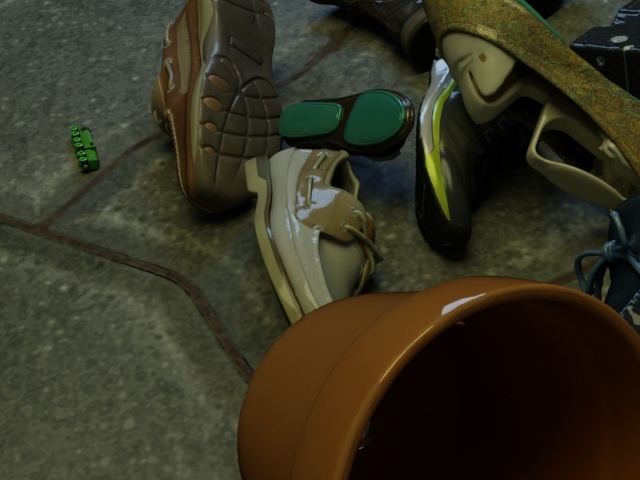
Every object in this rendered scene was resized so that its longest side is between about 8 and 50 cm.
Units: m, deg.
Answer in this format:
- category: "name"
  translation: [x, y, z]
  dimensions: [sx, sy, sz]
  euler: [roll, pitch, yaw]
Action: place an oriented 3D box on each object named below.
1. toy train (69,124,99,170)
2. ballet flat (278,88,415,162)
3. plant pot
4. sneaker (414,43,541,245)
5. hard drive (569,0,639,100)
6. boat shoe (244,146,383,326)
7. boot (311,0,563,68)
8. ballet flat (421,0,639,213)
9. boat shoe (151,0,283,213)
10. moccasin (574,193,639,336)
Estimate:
- category: "toy train"
  translation: [-0.258, -0.102, 1.727]
  dimensions: [0.024, 0.017, 0.083]
  euler: [-9, 36, -12]
- category: "ballet flat"
  translation: [0.042, -0.113, 1.588]
  dimensions: [0.074, 0.074, 0.203]
  euler: [-39, 25, -30]
- category: "plant pot"
  translation: [0.074, 0.153, 1.119]
  dimensions: [0.291, 0.291, 0.203]
  euler: [-32, 26, -24]
- category: "sneaker"
  translation: [0.159, -0.108, 1.551]
  dimensions: [0.121, 0.111, 0.300]
  euler: [6, 45, 9]
- category: "hard drive"
  translation: [0.451, -0.197, 1.559]
  dimensions: [0.339, 0.064, 0.237]
  euler: [10, 34, 40]
- category: "boat shoe"
  translation: [0.000, 0.000, 1.447]
  dimensions: [0.103, 0.113, 0.302]
  euler: [-18, 37, 2]
- category: "boot"
  translation: [0.137, -0.311, 1.822]
  dimensions: [0.263, 0.091, 0.229]
  euler: [-27, 40, -15]
- category: "ballet flat"
  translation: [0.205, -0.129, 1.466]
  dimensions: [0.348, 0.123, 0.123]
  euler: [40, 55, 8]
- category: "boat shoe"
  translation: [-0.117, -0.147, 1.685]
  dimensions: [0.116, 0.123, 0.324]
  euler: [-32, 37, 32]
- category: "moccasin"
  translation: [0.284, 0.015, 1.326]
  dimensions: [0.117, 0.137, 0.342]
  euler: [45, 47, 4]
